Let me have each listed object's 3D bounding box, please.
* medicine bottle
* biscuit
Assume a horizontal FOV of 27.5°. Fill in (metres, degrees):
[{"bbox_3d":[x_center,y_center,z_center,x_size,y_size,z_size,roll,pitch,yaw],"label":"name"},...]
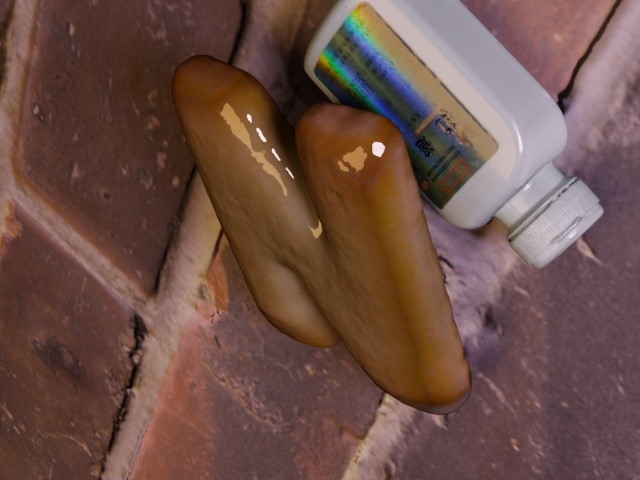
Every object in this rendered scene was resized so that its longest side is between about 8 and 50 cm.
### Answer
[{"bbox_3d":[0.096,-0.083,0.910,0.229,0.083,0.121,47,143,6],"label":"medicine bottle"},{"bbox_3d":[0.000,0.000,1.014,0.237,0.062,0.290,26,146,39],"label":"biscuit"}]
